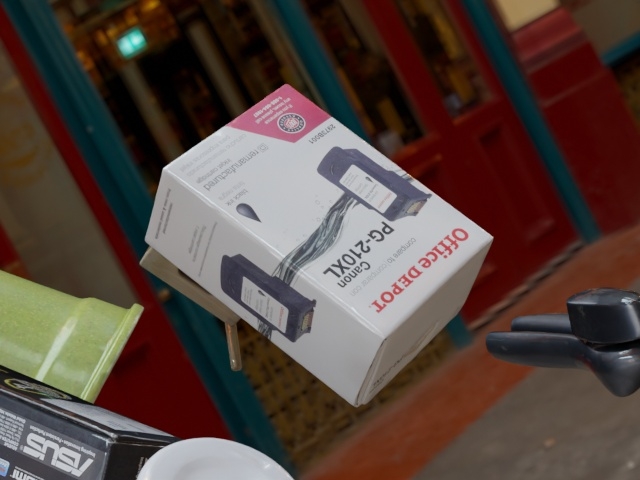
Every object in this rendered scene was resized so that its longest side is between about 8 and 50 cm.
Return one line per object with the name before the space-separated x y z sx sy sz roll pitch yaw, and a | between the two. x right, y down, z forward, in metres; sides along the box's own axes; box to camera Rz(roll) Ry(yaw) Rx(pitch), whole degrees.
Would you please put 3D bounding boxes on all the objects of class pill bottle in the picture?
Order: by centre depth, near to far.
pill bottle | -0.072 0.199 0.805 0.094 0.094 0.169 -33 -31 -51

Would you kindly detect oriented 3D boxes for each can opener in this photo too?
can opener | 0.175 0.064 0.980 0.059 0.073 0.186 -16 3 -23

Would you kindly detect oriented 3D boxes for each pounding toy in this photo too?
pounding toy | -0.095 0.024 1.440 0.100 0.141 0.130 -48 11 39

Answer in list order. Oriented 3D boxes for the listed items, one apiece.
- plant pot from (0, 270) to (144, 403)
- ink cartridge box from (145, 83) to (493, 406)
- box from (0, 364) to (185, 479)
plant pot | -0.352 0.128 1.464 0.276 0.253 0.276 -60 5 9
ink cartridge box | 0.000 0.000 1.249 0.172 0.237 0.100 -40 -20 -40
box | -0.296 0.245 1.111 0.394 0.318 0.097 14 -2 38
